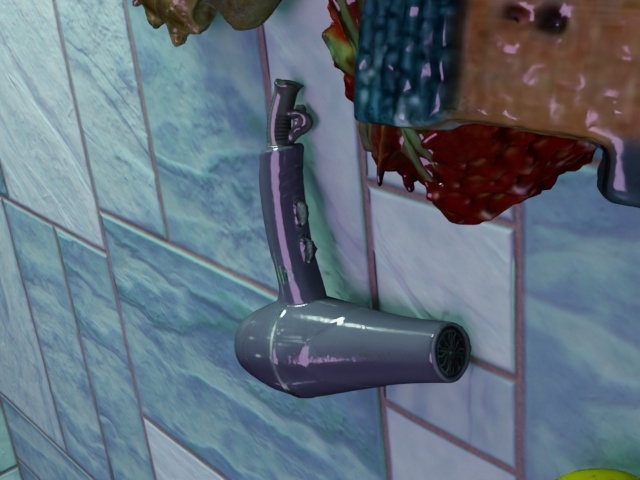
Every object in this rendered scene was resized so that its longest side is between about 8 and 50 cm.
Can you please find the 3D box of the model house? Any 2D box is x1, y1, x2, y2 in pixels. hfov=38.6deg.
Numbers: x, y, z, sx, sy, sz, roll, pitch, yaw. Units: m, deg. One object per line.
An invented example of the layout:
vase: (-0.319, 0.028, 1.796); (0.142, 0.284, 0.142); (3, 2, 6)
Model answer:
model house: (0.096, -0.152, 0.464); (0.291, 0.184, 0.253); (9, 99, 10)

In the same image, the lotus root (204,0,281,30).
lotus root: (-0.070, -0.302, 0.908); (0.113, 0.088, 0.192); (54, 144, 28)

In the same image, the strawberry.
strawberry: (0.127, -0.161, 0.645); (0.261, 0.258, 0.261); (62, 171, 16)

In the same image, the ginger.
ginger: (-0.174, -0.294, 1.059); (0.206, 0.081, 0.115); (15, 134, 42)

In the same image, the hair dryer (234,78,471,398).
hair dryer: (0.000, 0.000, 0.994); (0.301, 0.121, 0.361); (-5, 100, 45)

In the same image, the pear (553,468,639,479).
pear: (0.234, 0.293, 0.766); (0.200, 0.200, 0.200); (30, 132, 41)
